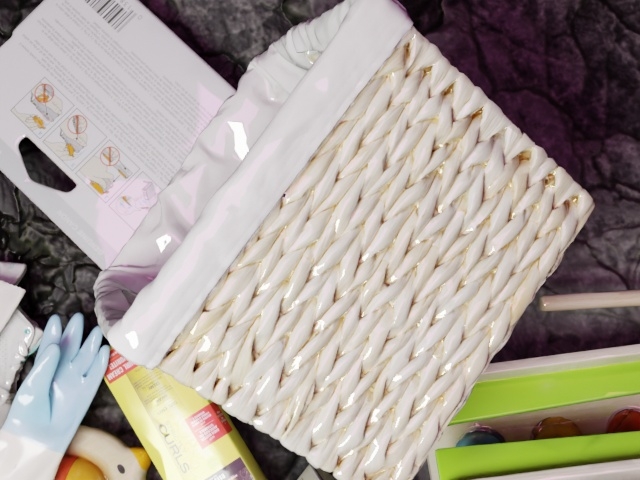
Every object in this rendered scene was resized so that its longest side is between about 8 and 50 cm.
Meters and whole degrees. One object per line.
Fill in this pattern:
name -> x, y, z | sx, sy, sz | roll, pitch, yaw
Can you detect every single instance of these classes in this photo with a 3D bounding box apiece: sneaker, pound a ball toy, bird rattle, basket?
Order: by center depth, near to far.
basket -> 0.000, 0.000, 0.763 | 0.266, 0.328, 0.331 | 36, 84, -16
pound a ball toy -> 0.262, 0.159, 0.870 | 0.319, 0.135, 0.208 | -8, 58, 1
bird rattle -> -0.273, 0.296, 0.882 | 0.254, 0.143, 0.206 | 7, 72, 16
sneaker -> -0.340, 0.124, 0.908 | 0.094, 0.080, 0.212 | -8, 82, -11

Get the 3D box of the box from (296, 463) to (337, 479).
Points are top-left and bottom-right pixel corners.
box -> -0.044, 0.391, 0.815 | 0.121, 0.148, 0.311 | 39, 87, -15

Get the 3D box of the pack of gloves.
pack of gloves -> -0.333, 0.153, 0.835 | 0.195, 0.046, 0.232 | 21, 70, 1

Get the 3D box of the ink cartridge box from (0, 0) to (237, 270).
ink cartridge box -> -0.237, -0.136, 0.940 | 0.275, 0.060, 0.239 | 43, 87, 5

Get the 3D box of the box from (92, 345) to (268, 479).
box -> -0.142, 0.199, 0.896 | 0.087, 0.058, 0.232 | -32, 82, -1
